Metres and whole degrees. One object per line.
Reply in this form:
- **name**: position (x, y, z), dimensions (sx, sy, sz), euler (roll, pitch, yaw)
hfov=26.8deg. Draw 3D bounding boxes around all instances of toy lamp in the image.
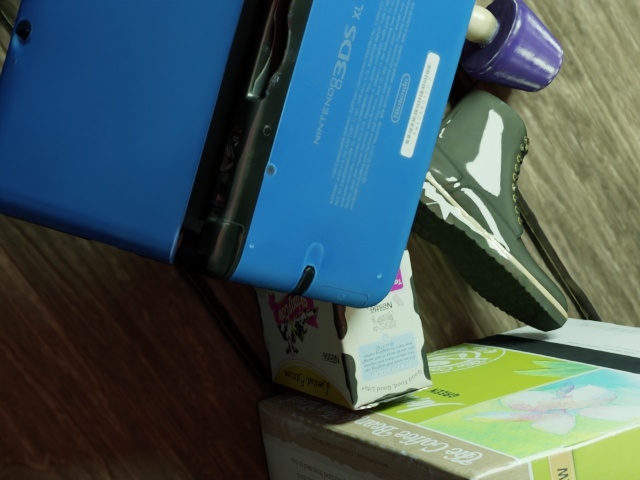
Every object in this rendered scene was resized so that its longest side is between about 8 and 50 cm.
- **toy lamp**: position (0.084, -0.204, 1.109), dimensions (0.274, 0.080, 0.080), euler (27, 80, -22)

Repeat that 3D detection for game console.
- **game console**: position (-0.053, -0.126, 0.904), dimensions (0.250, 0.173, 0.293), euler (14, 93, -44)

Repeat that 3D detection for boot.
- **boot**: position (0.162, -0.032, 1.138), dimensions (0.198, 0.077, 0.137), euler (44, 68, -7)

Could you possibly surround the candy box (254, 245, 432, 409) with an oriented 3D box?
- **candy box**: position (0.000, 0.000, 1.026), dimensions (0.071, 0.159, 0.233), euler (-14, 97, -23)

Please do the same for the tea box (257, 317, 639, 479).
- **tea box**: position (0.173, 0.208, 1.023), dimensions (0.323, 0.329, 0.220), euler (-13, 98, -26)
